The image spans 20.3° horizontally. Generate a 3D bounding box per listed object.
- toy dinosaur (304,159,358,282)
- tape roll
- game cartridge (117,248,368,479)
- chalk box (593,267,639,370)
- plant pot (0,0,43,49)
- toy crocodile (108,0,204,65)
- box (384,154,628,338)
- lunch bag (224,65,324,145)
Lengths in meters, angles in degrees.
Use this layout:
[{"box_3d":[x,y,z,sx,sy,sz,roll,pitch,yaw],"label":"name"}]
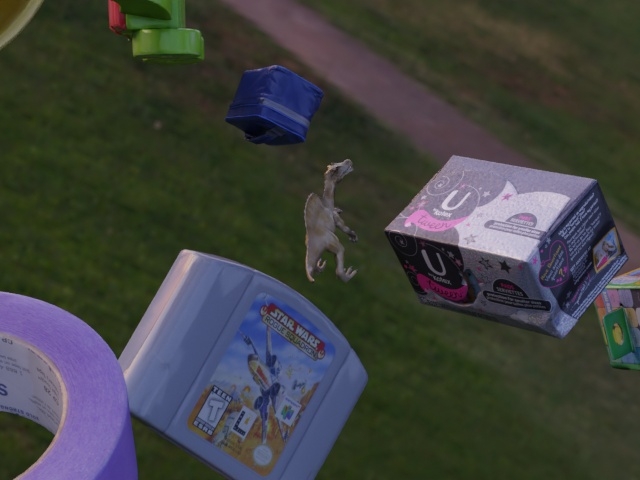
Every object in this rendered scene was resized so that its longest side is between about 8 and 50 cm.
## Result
[{"box_3d":[0.000,0.000,1.825,0.053,0.092,0.183,-5,45,21],"label":"toy dinosaur"},{"box_3d":[-0.275,0.158,1.317,0.275,0.090,0.275,-1,40,1],"label":"tape roll"},{"box_3d":[-0.073,0.140,1.827,0.062,0.198,0.297,23,-12,46],"label":"game cartridge"},{"box_3d":[0.490,0.112,2.613,0.213,0.132,0.132,-17,8,-28],"label":"chalk box"},{"box_3d":[-0.370,-0.273,1.433,0.254,0.254,0.239,5,10,-43],"label":"plant pot"},{"box_3d":[-0.169,-0.234,1.773,0.105,0.115,0.340,-1,3,-2],"label":"toy crocodile"},{"box_3d":[0.234,0.004,2.287,0.247,0.142,0.163,13,50,46],"label":"box"},{"box_3d":[-0.051,-0.130,1.792,0.067,0.065,0.098,29,-15,-25],"label":"lunch bag"}]
